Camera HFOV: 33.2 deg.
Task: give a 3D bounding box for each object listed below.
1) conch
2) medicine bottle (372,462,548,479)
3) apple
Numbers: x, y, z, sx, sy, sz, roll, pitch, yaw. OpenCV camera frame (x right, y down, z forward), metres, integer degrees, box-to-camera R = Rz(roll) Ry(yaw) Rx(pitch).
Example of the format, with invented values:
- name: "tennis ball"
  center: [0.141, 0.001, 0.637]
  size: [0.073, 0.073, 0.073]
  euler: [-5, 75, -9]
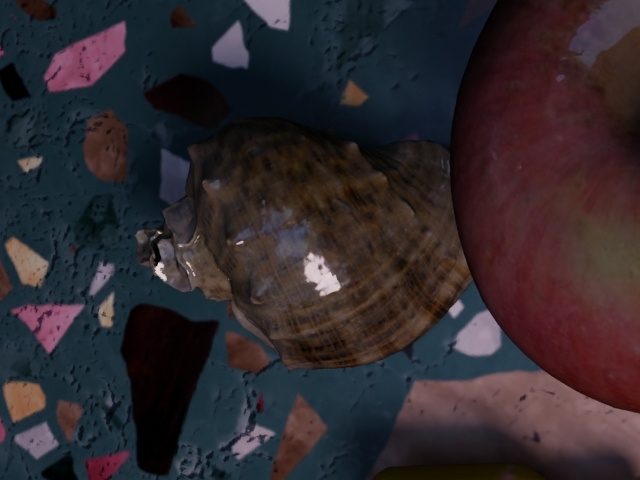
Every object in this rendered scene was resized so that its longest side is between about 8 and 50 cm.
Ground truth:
- name: "conch"
  center: [-0.008, 0.001, 0.838]
  size: [0.291, 0.159, 0.210]
  euler: [-11, 88, 17]
- name: "medicine bottle"
  center: [0.147, 0.230, 0.814]
  size: [0.212, 0.122, 0.122]
  euler: [-6, 90, 19]
- name: "apple"
  center: [0.246, -0.056, 0.683]
  size: [0.345, 0.269, 0.345]
  euler: [-8, 74, 30]
